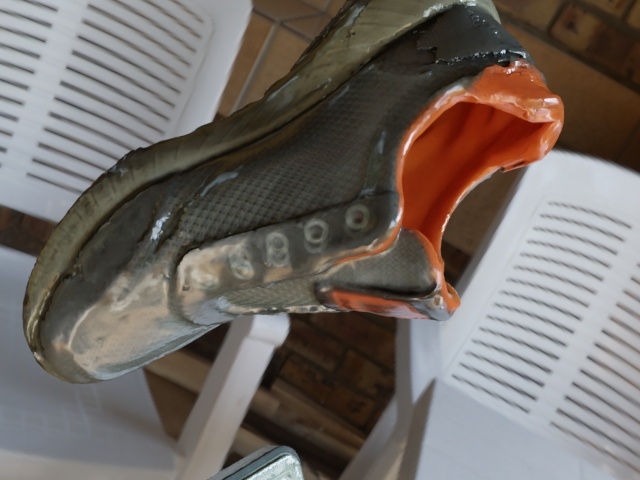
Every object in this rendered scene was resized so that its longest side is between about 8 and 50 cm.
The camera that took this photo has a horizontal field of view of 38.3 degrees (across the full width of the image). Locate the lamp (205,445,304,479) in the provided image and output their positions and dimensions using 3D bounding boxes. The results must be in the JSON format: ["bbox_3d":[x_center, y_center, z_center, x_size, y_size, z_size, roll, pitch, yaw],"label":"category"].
[{"bbox_3d":[-0.092,0.381,0.952,0.047,0.269,0.266,-8,10,42],"label":"lamp"}]

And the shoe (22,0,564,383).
[{"bbox_3d":[0.000,0.000,0.513,0.171,0.336,0.132,51,-2,37],"label":"shoe"}]
